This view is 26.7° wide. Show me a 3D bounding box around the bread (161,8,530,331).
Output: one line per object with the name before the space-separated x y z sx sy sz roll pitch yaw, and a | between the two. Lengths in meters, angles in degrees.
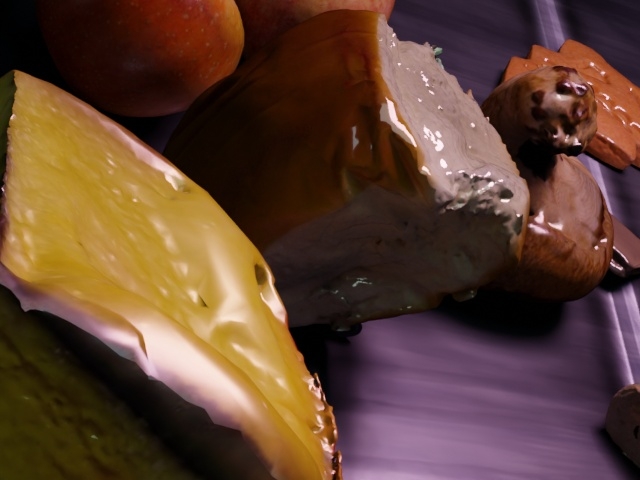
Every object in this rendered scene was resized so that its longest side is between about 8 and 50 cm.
bread | 0.003 -0.046 1.127 0.225 0.279 0.250 45 20 -35

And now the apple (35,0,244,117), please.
apple | -0.177 -0.224 1.280 0.210 0.173 0.235 58 7 -26

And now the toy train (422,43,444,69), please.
toy train | 0.075 -0.171 1.495 0.105 0.071 0.178 -5 14 28

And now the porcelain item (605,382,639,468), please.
porcelain item | 0.367 0.159 1.314 0.216 0.069 0.081 -12 40 -44

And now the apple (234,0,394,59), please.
apple | -0.016 -0.259 1.401 0.188 0.174 0.188 3 72 -9

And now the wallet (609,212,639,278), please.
wallet | 0.304 -0.016 1.515 0.152 0.039 0.118 48 24 20

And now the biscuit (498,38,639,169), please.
biscuit | 0.345 -0.177 1.752 0.306 0.043 0.284 -2 45 -39

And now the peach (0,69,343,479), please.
peach | -0.154 0.098 0.842 0.306 0.242 0.380 36 13 -32

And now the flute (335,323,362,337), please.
flute | 0.000 0.000 1.272 0.027 0.027 0.233 12 38 -27

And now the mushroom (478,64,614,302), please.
mushroom | 0.188 -0.059 1.356 0.267 0.254 0.267 48 17 -20
